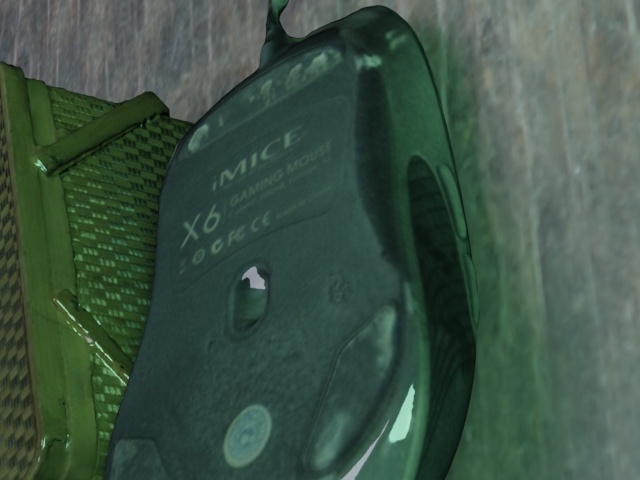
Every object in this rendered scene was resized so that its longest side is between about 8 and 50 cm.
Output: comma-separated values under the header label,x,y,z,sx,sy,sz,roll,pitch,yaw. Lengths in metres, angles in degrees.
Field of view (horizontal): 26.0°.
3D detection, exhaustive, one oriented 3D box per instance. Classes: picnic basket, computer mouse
label,x,y,z,sx,sy,sz,roll,pitch,yaw
picnic basket,-0.126,0.057,0.712,0.165,0.139,0.267,-45,46,36
computer mouse,0.000,0.000,0.611,0.167,0.090,0.379,-25,47,32
